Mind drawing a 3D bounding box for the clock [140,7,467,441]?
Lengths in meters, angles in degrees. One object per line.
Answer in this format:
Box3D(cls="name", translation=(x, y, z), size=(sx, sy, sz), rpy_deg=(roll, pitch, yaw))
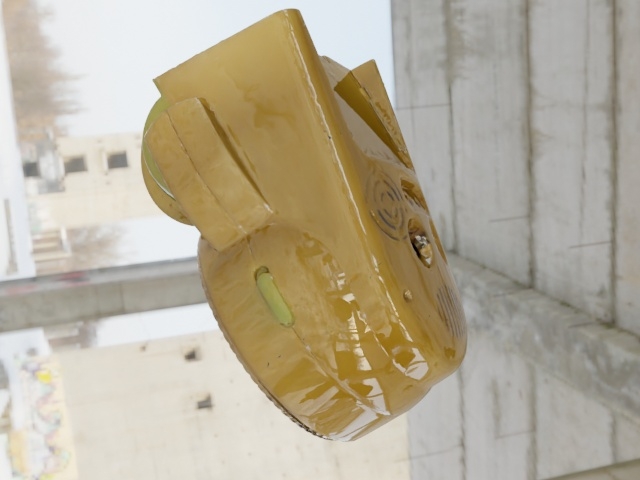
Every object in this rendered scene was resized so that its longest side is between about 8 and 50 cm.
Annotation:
Box3D(cls="clock", translation=(0.000, 0.000, 0.796), size=(0.317, 0.200, 0.244), rpy_deg=(64, 22, 14))
